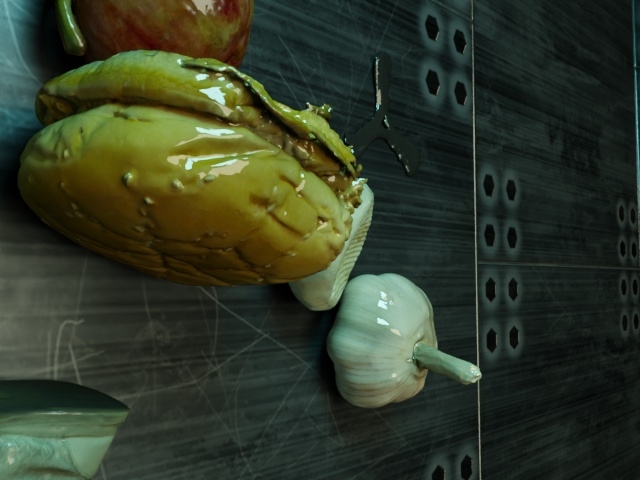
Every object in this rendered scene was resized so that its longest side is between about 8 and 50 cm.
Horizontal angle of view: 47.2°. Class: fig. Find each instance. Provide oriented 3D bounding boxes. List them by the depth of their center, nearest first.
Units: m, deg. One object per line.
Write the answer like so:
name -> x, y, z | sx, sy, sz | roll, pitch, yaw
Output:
fig -> -0.166, -0.234, 0.741 | 0.205, 0.205, 0.205 | 4, 84, -50

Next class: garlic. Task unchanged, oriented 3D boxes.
garlic -> 0.128, 0.143, 1.016 | 0.199, 0.226, 0.199 | -11, 105, -46

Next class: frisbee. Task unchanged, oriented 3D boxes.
frisbee -> 0.095, -0.176, 1.165 | 0.187, 0.012, 0.211 | -44, 121, -41

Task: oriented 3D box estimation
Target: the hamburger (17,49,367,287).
hamburger -> -0.122, -0.056, 0.690 | 0.318, 0.318, 0.158 | 27, 64, -46

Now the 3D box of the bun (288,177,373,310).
bun -> 0.000, 0.000, 0.972 | 0.183, 0.102, 0.183 | 21, 90, -78

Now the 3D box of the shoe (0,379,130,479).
shoe -> -0.291, 0.177, 0.621 | 0.275, 0.103, 0.098 | 14, 89, -48
